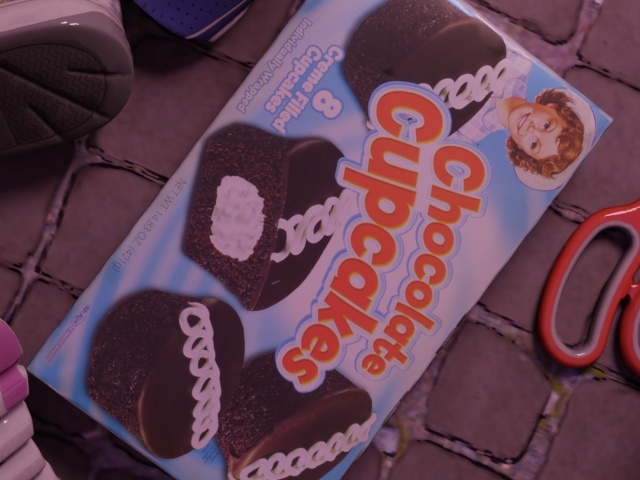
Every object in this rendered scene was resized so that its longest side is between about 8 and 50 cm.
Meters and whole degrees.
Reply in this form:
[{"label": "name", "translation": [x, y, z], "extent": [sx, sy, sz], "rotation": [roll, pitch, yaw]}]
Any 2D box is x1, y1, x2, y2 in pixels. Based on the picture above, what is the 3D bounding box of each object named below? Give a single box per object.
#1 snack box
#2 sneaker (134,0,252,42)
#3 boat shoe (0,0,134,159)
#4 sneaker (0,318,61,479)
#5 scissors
[{"label": "snack box", "translation": [0.000, 0.000, 0.897], "extent": [0.187, 0.060, 0.322], "rotation": [37, 90, -5]}, {"label": "sneaker", "translation": [-0.022, -0.245, 0.788], "extent": [0.127, 0.182, 0.315], "rotation": [38, 111, -5]}, {"label": "boat shoe", "translation": [-0.267, -0.096, 0.860], "extent": [0.320, 0.103, 0.118], "rotation": [-13, 138, 0]}, {"label": "sneaker", "translation": [-0.211, 0.145, 0.880], "extent": [0.104, 0.095, 0.236], "rotation": [5, 115, 35]}, {"label": "scissors", "translation": [0.229, -0.050, 0.930], "extent": [0.109, 0.021, 0.297], "rotation": [23, 92, -3]}]
